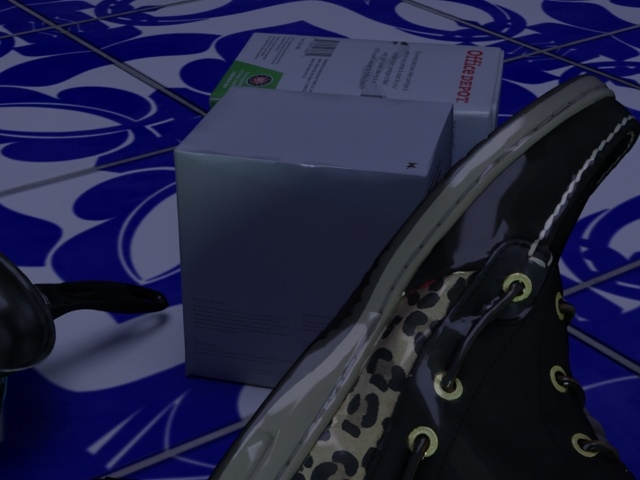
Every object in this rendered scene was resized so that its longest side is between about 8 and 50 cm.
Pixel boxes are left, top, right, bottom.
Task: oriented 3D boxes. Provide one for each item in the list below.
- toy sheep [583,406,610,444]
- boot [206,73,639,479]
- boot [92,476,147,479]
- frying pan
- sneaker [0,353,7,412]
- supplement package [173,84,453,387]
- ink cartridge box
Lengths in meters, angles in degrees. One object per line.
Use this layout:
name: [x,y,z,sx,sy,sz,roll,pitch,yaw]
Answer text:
toy sheep: [0.153,0.146,0.844,0.091,0.091,0.132,-10,48,-19]
boot: [0.136,0.112,0.672,0.284,0.138,0.377,36,69,16]
boot: [-0.045,0.164,0.796,0.207,0.094,0.246,4,34,0]
frying pan: [-0.264,0.028,0.951,0.197,0.053,0.326,40,15,9]
sneaker: [-0.377,0.067,0.997,0.140,0.125,0.341,0,25,-42]
supplement package: [0.000,0.000,0.996,0.194,0.203,0.149,7,28,12]
ink cartridge box: [0.046,-0.130,1.333,0.289,0.121,0.211,5,28,10]
